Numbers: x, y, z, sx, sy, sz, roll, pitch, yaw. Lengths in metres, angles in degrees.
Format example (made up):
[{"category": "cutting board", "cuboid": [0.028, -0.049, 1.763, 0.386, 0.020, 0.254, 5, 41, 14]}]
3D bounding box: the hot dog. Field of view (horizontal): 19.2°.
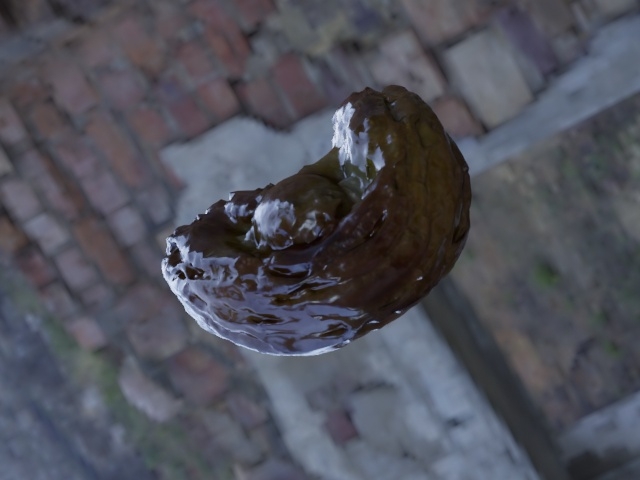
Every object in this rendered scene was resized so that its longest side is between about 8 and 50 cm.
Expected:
[{"category": "hot dog", "cuboid": [0.003, 0.001, 0.597, 0.065, 0.099, 0.147, 52, 178, 0]}]
